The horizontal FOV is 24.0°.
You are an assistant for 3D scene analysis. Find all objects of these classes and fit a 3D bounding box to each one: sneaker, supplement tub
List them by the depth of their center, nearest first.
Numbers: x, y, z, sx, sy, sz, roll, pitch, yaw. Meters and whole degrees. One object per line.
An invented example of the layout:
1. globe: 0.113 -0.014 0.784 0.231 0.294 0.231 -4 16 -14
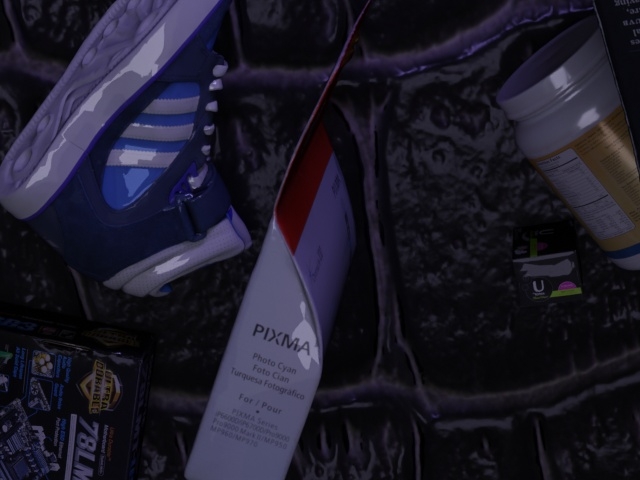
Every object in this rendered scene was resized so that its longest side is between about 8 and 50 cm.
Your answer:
1. supplement tub: 0.266 -0.088 1.351 0.144 0.144 0.200 -37 101 19
2. sneaker: -0.130 -0.096 1.436 0.236 0.130 0.323 38 92 -32

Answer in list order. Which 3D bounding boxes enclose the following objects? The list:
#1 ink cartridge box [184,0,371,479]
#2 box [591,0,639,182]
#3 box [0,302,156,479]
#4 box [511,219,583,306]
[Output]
1. ink cartridge box: 0.000 0.000 1.335 0.091 0.308 0.385 21 111 0
2. box: 0.300 -0.238 1.120 0.182 0.296 0.294 -7 131 20
3. box: -0.336 0.213 1.590 0.293 0.073 0.296 10 111 3
4. box: 0.216 0.022 1.432 0.062 0.083 0.052 -9 109 11
